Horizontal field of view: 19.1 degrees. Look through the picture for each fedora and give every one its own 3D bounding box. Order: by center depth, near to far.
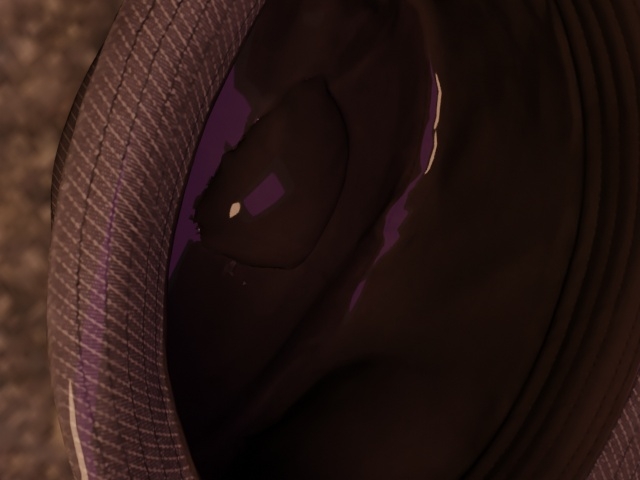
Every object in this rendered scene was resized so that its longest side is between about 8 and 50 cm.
[{"bbox_3d":[0.000,0.000,0.575,0.244,0.124,0.275,23,79,-39],"label":"fedora"}]
